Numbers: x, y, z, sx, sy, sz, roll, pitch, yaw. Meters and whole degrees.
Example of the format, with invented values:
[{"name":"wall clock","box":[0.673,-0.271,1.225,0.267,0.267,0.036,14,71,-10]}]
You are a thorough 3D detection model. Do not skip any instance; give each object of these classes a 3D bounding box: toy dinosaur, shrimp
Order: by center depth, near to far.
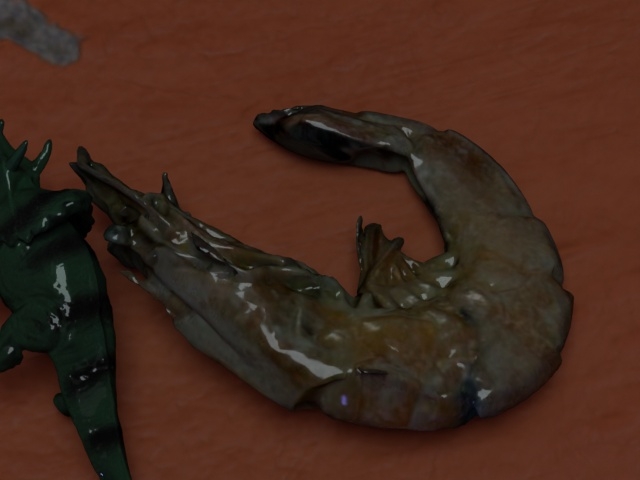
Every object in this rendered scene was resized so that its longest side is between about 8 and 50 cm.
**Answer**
[{"name":"toy dinosaur","box":[-0.186,0.060,1.273,0.120,0.079,0.292,-16,82,26]},{"name":"shrimp","box":[0.000,0.000,1.303,0.360,0.085,0.247,21,59,7]}]
